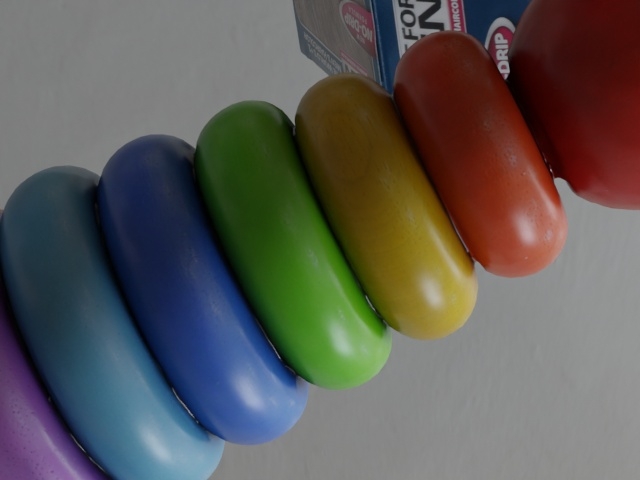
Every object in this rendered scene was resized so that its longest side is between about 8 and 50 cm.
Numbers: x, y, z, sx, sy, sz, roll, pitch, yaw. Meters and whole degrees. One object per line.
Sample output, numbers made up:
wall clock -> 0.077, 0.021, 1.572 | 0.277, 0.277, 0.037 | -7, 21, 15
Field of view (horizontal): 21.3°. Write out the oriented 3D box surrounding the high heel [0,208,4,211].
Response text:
high heel -> -0.204, 0.088, 0.765 | 0.117, 0.082, 0.244 | -33, -148, 32

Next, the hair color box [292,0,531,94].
hair color box -> 0.167, -0.176, 1.030 | 0.347, 0.105, 0.174 | -16, -154, -13

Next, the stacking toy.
stacking toy -> 0.000, 0.000, 0.588 | 0.330, 0.141, 0.141 | -25, -115, 5
